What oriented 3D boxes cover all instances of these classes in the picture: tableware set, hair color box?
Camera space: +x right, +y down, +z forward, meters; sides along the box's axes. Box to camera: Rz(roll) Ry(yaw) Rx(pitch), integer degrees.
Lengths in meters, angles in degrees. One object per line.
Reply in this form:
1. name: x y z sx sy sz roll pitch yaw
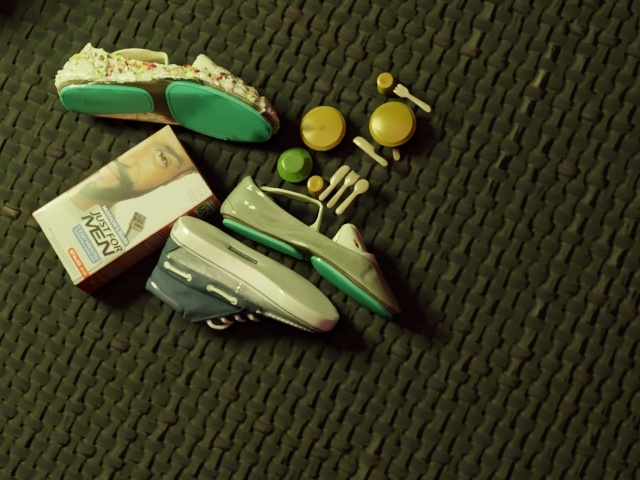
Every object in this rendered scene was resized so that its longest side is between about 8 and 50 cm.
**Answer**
1. tableware set: 0.032 -0.105 1.610 0.104 0.024 0.154 39 87 18
2. hair color box: -0.197 -0.031 1.611 0.167 0.053 0.093 -34 74 -1

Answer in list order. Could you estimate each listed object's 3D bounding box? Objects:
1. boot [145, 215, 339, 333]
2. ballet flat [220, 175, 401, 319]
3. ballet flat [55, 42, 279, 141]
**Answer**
1. boot: -0.078 0.058 1.575 0.190 0.069 0.086 32 109 8
2. ballet flat: 0.000 0.000 1.565 0.213 0.072 0.068 30 79 14
3. ballet flat: -0.154 -0.161 1.622 0.241 0.091 0.077 11 54 7
